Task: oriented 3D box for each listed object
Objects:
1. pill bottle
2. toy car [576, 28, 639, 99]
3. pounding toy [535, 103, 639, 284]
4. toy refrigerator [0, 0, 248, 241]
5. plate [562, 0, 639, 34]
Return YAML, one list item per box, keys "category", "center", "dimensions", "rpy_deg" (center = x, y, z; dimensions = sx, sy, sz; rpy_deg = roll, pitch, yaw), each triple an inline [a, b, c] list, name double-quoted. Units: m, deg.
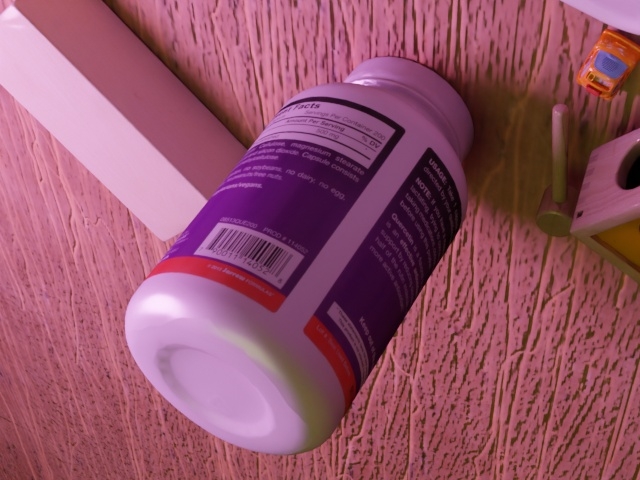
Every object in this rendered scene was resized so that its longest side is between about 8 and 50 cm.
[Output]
- category: "pill bottle"
  center: [0.000, 0.000, 0.999]
  dimensions: [0.182, 0.323, 0.181]
  rpy_deg: [24, 145, 18]
- category: "toy car"
  center: [0.180, -0.147, 0.913]
  dimensions: [0.122, 0.040, 0.060]
  rpy_deg: [41, 147, -9]
- category: "pounding toy"
  center: [0.236, -0.021, 0.942]
  dimensions: [0.181, 0.094, 0.206]
  rpy_deg: [33, 149, -21]
- category: "toy refrigerator"
  center: [-0.200, -0.135, 1.224]
  dimensions: [0.269, 0.094, 0.102]
  rpy_deg: [45, 139, -16]
- category: "plate"
  center: [0.131, -0.203, 0.752]
  dimensions: [0.278, 0.045, 0.277]
  rpy_deg: [29, 180, 7]
